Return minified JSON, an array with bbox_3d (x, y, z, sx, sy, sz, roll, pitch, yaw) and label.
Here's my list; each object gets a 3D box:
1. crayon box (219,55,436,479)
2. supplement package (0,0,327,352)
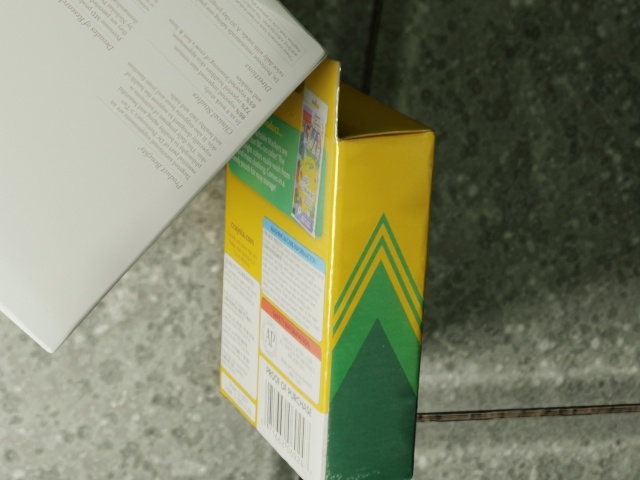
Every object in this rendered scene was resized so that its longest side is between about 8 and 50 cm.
[{"bbox_3d":[0.000,0.000,1.249,0.083,0.203,0.322,-7,111,-24],"label":"crayon box"},{"bbox_3d":[-0.177,-0.101,1.106,0.199,0.198,0.262,45,82,-20],"label":"supplement package"}]
